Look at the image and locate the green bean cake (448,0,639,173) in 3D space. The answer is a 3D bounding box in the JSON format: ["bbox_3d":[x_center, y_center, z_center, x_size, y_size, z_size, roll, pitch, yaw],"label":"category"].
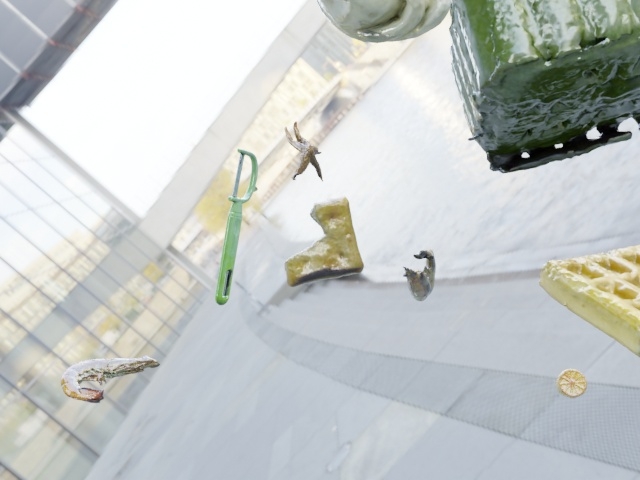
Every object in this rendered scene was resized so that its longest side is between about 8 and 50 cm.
[{"bbox_3d":[0.339,-0.255,1.031,0.335,0.218,0.319,-20,-15,7],"label":"green bean cake"}]

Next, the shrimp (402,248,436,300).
[{"bbox_3d":[0.289,0.084,2.130,0.145,0.059,0.254,-63,-27,-17],"label":"shrimp"}]

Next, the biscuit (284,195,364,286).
[{"bbox_3d":[0.000,0.000,1.674,0.174,0.183,0.039,-8,-4,-8],"label":"biscuit"}]

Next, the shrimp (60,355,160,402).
[{"bbox_3d":[-0.267,0.175,0.983,0.127,0.025,0.091,-9,23,-19],"label":"shrimp"}]

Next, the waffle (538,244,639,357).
[{"bbox_3d":[0.479,0.080,1.106,0.221,0.247,0.055,-134,41,-57],"label":"waffle"}]

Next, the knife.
[{"bbox_3d":[-0.113,-0.016,1.038,0.054,0.015,0.212,11,-91,-59],"label":"knife"}]

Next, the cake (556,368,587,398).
[{"bbox_3d":[0.707,0.402,2.150,0.084,0.084,0.044,-49,-18,-5],"label":"cake"}]

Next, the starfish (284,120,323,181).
[{"bbox_3d":[-0.029,-0.172,1.585,0.041,0.133,0.130,-30,29,37],"label":"starfish"}]

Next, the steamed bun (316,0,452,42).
[{"bbox_3d":[0.094,-0.460,1.326,0.207,0.267,0.280,114,169,-69],"label":"steamed bun"}]
